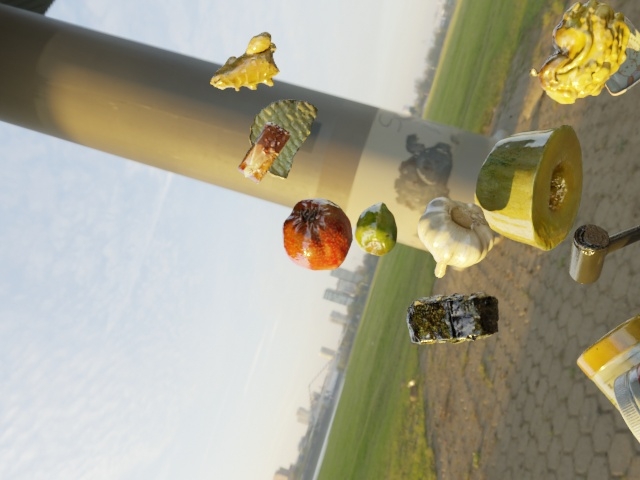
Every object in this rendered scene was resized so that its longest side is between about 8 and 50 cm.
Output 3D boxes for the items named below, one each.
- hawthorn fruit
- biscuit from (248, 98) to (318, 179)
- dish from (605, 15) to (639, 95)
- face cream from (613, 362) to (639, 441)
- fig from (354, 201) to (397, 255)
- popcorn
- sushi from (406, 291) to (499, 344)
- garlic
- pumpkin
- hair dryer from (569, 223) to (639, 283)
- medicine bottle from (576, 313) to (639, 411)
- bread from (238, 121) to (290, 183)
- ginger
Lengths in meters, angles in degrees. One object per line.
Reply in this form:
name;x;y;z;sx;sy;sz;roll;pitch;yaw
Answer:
hawthorn fruit;0.000;0.000;1.484;0.253;0.205;0.205;65;-142;-50
biscuit;-0.136;-0.350;1.687;0.273;0.187;0.036;-62;5;-7
dish;0.920;-0.559;1.575;0.151;0.077;0.212;-44;56;41
face cream;0.670;0.286;0.913;0.187;0.201;0.201;-51;8;35
fig;0.221;-0.060;1.995;0.167;0.167;0.233;79;-156;-76
popcorn;0.538;-0.374;1.052;0.163;0.140;0.194;17;-82;-45
sushi;0.463;0.275;1.851;0.350;0.211;0.170;-16;83;51
garlic;0.334;0.010;1.348;0.225;0.199;0.199;104;-173;-48
pumpkin;0.564;-0.146;1.419;0.332;0.199;0.332;-12;-74;-46
hair dryer;0.822;0.012;1.436;0.197;0.252;0.089;63;-175;-51
medicine bottle;0.868;0.351;1.390;0.238;0.231;0.237;-23;-34;-16
bread;-0.147;-0.230;1.335;0.160;0.073;0.160;-54;10;14
ginger;-0.189;-0.455;1.374;0.115;0.206;0.081;33;-149;-52
